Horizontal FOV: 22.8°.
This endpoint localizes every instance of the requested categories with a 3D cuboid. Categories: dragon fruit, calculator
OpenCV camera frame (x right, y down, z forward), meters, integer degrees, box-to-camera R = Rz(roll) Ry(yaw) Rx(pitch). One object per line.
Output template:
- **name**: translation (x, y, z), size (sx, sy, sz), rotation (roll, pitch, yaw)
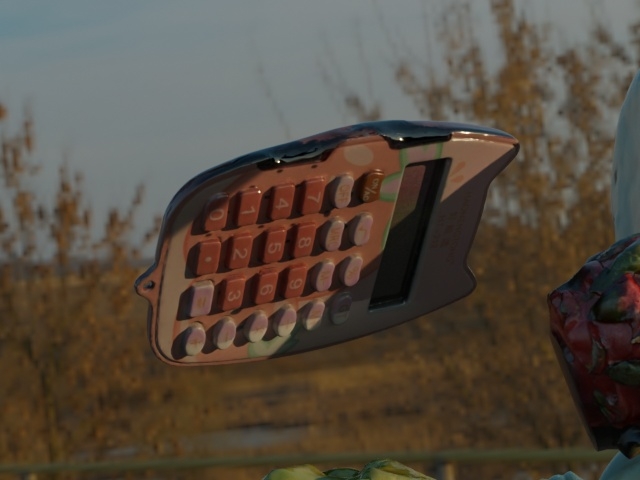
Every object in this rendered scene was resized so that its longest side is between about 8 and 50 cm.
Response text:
- **dragon fruit**: translation (0.251, 0.063, 1.103), size (0.172, 0.160, 0.166), rotation (-21, -38, 1)
- **calculator**: translation (0.000, 0.000, 1.262), size (0.330, 0.220, 0.048), rotation (-12, 45, -30)

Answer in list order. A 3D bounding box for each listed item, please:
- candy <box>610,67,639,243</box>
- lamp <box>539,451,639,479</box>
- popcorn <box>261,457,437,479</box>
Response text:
- **candy**: translation (0.360, -0.054, 1.345), size (0.185, 0.295, 0.295), rotation (4, -5, -12)
- **lamp**: translation (0.314, 0.248, 1.591), size (0.193, 0.106, 0.106), rotation (-16, -3, -2)
- **popcorn**: translation (0.042, 0.218, 0.827), size (0.217, 0.181, 0.235), rotation (23, -6, 45)
